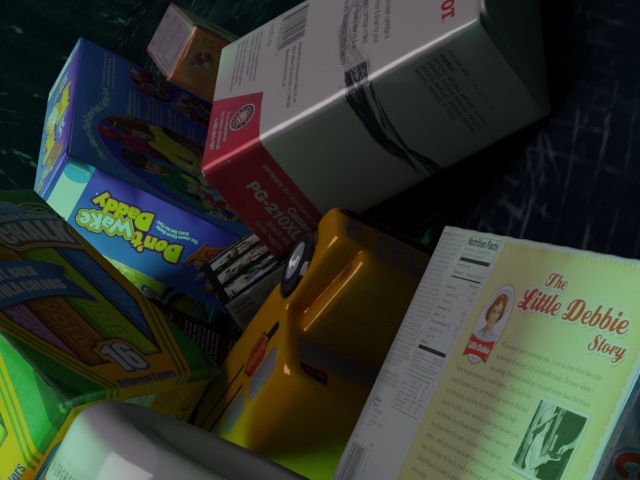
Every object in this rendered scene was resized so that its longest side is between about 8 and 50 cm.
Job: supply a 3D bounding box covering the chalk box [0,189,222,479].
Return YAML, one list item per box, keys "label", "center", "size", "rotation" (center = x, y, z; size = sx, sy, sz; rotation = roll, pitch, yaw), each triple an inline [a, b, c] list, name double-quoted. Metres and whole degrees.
- label: "chalk box"
  center: [-0.253, 0.079, 1.222]
  size: [0.179, 0.289, 0.180]
  rotation: [-6, -48, -58]

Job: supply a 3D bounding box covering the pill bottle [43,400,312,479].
- label: "pill bottle"
  center: [-0.126, 0.322, 1.023]
  size: [0.408, 0.229, 0.229]
  rotation: [-64, 16, -1]

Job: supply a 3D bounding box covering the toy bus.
- label: "toy bus"
  center: [-0.028, 0.140, 1.209]
  size: [0.333, 0.108, 0.130]
  rotation: [-55, 18, 29]

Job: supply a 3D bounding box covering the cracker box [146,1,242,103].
- label: "cracker box"
  center: [-0.092, -0.179, 1.808]
  size: [0.067, 0.155, 0.232]
  rotation: [-61, 17, 8]

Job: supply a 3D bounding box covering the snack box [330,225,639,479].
- label: "snack box"
  center: [0.108, 0.095, 0.938]
  size: [0.187, 0.060, 0.322]
  rotation: [-65, 16, -3]

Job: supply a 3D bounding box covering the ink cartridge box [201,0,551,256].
- label: "ink cartridge box"
  center: [0.042, -0.118, 1.248]
  size: [0.237, 0.100, 0.172]
  rotation: [-27, 32, 23]

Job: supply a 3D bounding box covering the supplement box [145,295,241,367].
- label: "supplement box"
  center: [-0.159, 0.111, 1.426]
  size: [0.073, 0.239, 0.130]
  rotation: [-55, 18, 34]

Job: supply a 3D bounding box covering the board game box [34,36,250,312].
- label: "board game box"
  center: [-0.162, -0.070, 1.722]
  size: [0.078, 0.233, 0.347]
  rotation: [-58, 17, 18]

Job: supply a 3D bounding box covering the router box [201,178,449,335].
- label: "router box"
  center: [0.000, 0.000, 1.309]
  size: [0.179, 0.046, 0.133]
  rotation: [-34, 17, -2]

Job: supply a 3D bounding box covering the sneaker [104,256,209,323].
- label: "sneaker"
  center: [-0.187, 0.100, 1.577]
  size: [0.145, 0.147, 0.385]
  rotation: [-19, 45, 7]
